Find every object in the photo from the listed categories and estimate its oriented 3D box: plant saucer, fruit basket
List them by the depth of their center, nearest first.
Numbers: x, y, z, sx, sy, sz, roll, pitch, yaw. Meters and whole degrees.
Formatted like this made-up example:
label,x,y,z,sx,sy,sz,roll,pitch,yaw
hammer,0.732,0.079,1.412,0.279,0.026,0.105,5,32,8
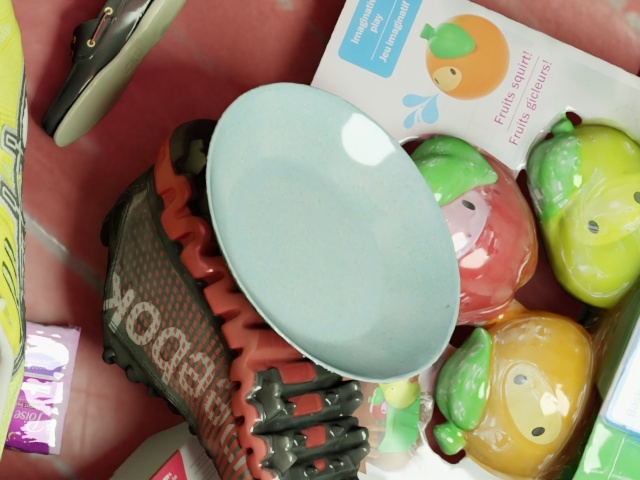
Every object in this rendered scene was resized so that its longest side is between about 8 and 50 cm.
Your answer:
label,x,y,z,sx,sy,sz,roll,pitch,yaw
plant saucer,0.000,0.000,1.125,0.195,0.037,0.195,25,50,-33
fruit basket,0.130,0.029,1.235,0.353,0.165,0.327,24,86,-11

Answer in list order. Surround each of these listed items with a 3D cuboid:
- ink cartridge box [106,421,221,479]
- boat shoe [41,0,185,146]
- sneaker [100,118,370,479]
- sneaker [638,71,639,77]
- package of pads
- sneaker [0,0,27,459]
label,x,y,z,sx,sy,sz,roll,pitch,yaw
ink cartridge box,-0.072,0.200,1.175,0.150,0.063,0.109,60,32,-10
boat shoe,-0.136,-0.119,1.199,0.042,0.049,0.133,32,82,10
sneaker,-0.061,0.071,1.155,0.098,0.135,0.276,2,63,-52
sneaker,0.261,-0.145,1.367,0.042,0.067,0.118,22,50,-18
package of pads,-0.181,0.089,1.178,0.050,0.032,0.083,12,84,-19
sneaker,-0.213,-0.011,1.054,0.145,0.147,0.384,-10,111,-27
